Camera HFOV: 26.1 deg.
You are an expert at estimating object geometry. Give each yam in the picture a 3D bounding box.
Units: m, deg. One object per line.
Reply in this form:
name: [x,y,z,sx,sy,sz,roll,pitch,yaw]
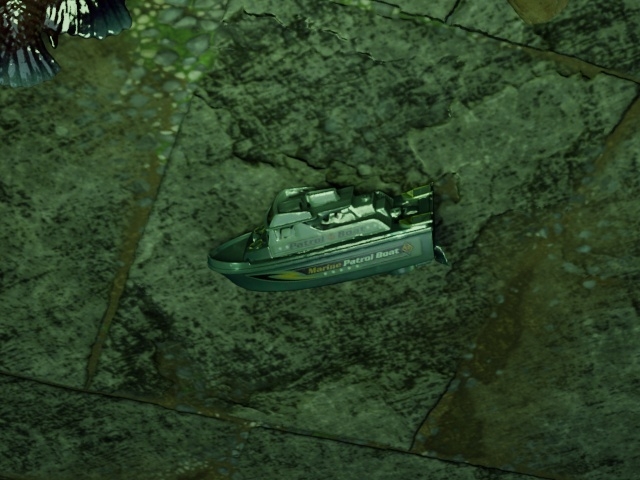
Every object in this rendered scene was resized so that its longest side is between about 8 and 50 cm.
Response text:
yam: [0.202,-0.291,1.418,0.084,0.084,0.127,-30,133,26]

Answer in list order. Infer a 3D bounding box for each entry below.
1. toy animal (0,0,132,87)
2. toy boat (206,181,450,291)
toy animal: [-0.307,-0.260,1.408,0.218,0.116,0.179,2,137,6]
toy boat: [0.001,-0.003,1.682,0.296,0.114,0.122,-11,114,11]
